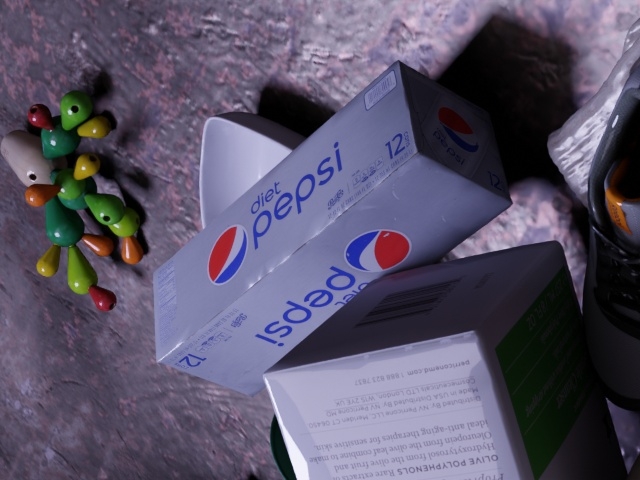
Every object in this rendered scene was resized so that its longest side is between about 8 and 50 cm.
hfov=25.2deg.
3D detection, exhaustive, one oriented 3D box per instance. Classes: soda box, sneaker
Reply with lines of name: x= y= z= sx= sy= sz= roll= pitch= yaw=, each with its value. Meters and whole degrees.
soda box: x=0.000 y=0.000 z=1.047 sx=0.286 sy=0.098 sz=0.091 roll=-39 pitch=42 yaw=33
sneaker: x=0.195 y=-0.006 z=0.860 sx=0.100 sy=0.108 sz=0.271 roll=28 pitch=132 yaw=32

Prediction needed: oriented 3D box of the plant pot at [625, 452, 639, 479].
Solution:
plant pot: x=0.289 y=0.187 z=0.863 sx=0.191 sy=0.284 sz=0.284 roll=-120 pitch=16 yaw=-67

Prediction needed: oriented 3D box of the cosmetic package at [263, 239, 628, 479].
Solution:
cosmetic package: x=0.114 y=0.208 z=0.935 sx=0.155 sy=0.197 sz=0.365 roll=-14 pitch=102 yaw=27

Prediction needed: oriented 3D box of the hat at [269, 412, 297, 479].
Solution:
hat: x=0.055 y=0.095 z=1.078 sx=0.208 sy=0.173 sz=0.183 roll=34 pitch=134 yaw=23

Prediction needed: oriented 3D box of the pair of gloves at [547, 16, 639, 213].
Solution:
pair of gloves: x=0.267 y=-0.038 z=0.880 sx=0.240 sy=0.042 sz=0.204 roll=49 pitch=140 yaw=14

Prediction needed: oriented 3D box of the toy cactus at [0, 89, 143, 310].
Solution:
toy cactus: x=-0.252 y=-0.049 z=1.362 sx=0.180 sy=0.112 sz=0.219 roll=33 pitch=144 yaw=40

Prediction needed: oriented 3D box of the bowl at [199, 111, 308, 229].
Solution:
bowl: x=-0.031 y=-0.033 z=1.174 sx=0.142 sy=0.053 sz=0.142 roll=28 pitch=131 yaw=30
